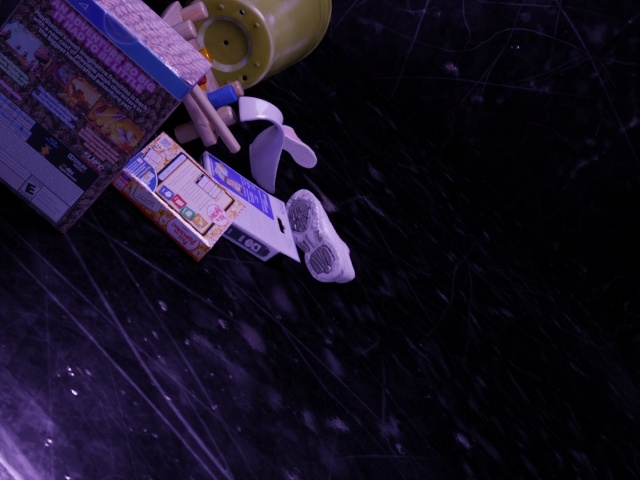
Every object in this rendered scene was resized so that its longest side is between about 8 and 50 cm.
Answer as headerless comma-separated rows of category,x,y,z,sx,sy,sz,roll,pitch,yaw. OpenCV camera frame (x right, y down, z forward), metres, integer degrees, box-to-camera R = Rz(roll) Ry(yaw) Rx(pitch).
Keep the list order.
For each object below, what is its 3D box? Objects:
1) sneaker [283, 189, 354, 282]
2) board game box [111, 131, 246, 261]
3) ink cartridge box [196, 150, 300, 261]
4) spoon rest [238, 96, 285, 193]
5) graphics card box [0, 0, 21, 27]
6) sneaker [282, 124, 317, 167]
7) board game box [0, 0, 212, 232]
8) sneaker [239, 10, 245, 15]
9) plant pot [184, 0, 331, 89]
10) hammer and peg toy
sneaker,0.000,0.000,1.904,0.115,0.090,0.232,30,33,-55
board game box,-0.234,-0.076,1.547,0.193,0.045,0.147,43,36,-6
ink cartridge box,-0.142,-0.053,1.751,0.208,0.045,0.206,32,23,-29
spoon rest,-0.110,-0.197,1.901,0.276,0.084,0.137,81,3,-65
graphics card box,-0.533,-0.456,1.693,0.233,0.094,0.371,53,19,20
sneaker,-0.062,-0.239,2.292,0.134,0.051,0.070,36,26,-15
board game box,-0.338,-0.202,1.272,0.232,0.291,0.141,42,19,-11
sneaker,-0.294,-0.673,2.588,0.315,0.127,0.182,40,17,-21
plant pot,-0.186,-0.538,2.265,0.366,0.366,0.353,41,31,-11
hammer and peg toy,-0.259,-0.310,1.815,0.361,0.127,0.266,-90,158,-64
